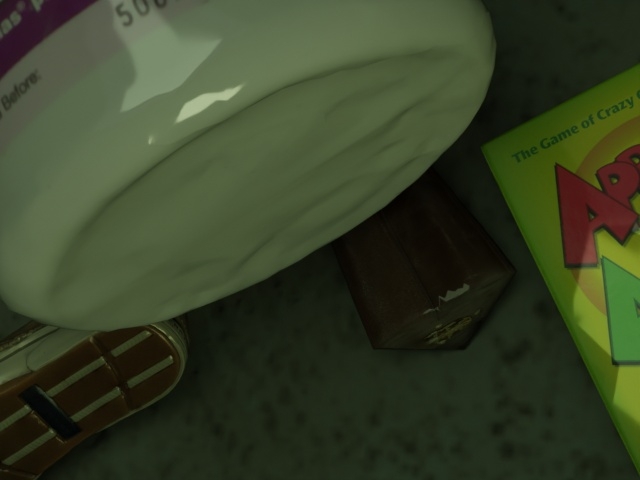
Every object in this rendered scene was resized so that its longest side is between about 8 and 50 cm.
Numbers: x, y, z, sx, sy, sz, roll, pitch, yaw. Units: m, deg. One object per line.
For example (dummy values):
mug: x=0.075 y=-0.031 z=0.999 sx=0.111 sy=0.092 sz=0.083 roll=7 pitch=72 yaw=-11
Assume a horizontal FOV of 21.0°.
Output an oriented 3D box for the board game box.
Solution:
board game box: x=0.130 y=0.031 z=0.538 sx=0.092 sy=0.043 sz=0.181 roll=-28 pitch=67 yaw=10

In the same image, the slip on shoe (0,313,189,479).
slip on shoe: x=-0.106 y=0.053 z=0.617 sx=0.135 sy=0.051 sz=0.041 roll=-31 pitch=27 yaw=17

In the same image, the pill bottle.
pill bottle: x=-0.086 y=-0.137 z=0.542 sx=0.169 sy=0.169 sz=0.301 roll=-32 pitch=74 yaw=8

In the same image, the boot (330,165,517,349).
boot: x=0.000 y=0.000 z=0.599 sx=0.106 sy=0.037 sz=0.114 roll=-32 pitch=71 yaw=10
